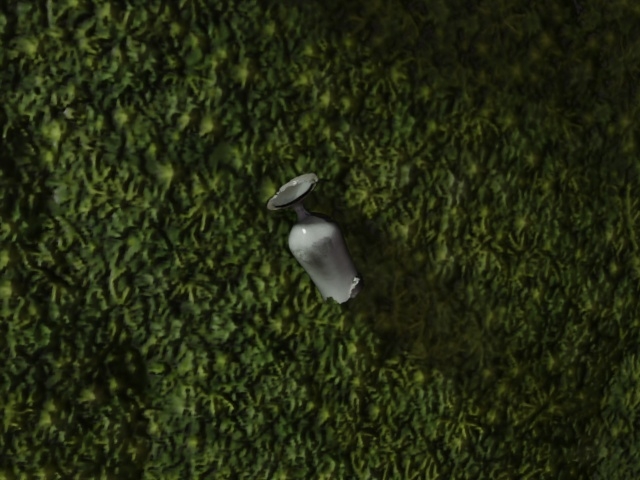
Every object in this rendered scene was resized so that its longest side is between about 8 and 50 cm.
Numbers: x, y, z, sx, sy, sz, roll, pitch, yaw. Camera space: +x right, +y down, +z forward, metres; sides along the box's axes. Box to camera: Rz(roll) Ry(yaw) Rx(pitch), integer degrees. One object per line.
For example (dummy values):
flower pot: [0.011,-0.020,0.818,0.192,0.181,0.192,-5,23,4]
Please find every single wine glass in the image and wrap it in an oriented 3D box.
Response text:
wine glass: [0.000,0.000,0.722,0.039,0.042,0.083,-23,113,18]
